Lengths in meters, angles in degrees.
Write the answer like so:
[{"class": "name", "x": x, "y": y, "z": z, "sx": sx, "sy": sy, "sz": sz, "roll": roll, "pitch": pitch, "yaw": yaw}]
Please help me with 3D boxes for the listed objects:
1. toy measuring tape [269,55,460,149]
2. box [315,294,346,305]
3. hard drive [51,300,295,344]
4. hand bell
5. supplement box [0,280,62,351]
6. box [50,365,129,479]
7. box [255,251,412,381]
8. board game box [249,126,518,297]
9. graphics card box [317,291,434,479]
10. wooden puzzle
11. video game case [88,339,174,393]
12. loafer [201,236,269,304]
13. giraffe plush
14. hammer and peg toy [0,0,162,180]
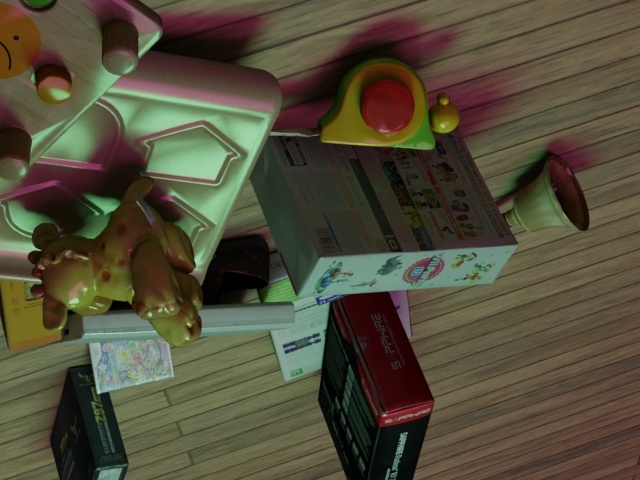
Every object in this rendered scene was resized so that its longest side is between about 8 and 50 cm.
[{"class": "toy measuring tape", "x": 0.017, "y": -0.182, "z": 1.757, "sx": 0.330, "sy": 0.121, "sz": 0.121, "roll": 4, "pitch": 143, "yaw": -7}, {"class": "box", "x": 0.000, "y": 0.000, "z": 1.968, "sx": 0.072, "sy": 0.126, "sz": 0.137, "roll": -20, "pitch": 148, "yaw": -1}, {"class": "hard drive", "x": -0.217, "y": 0.119, "z": 1.997, "sx": 0.307, "sy": 0.040, "sz": 0.203, "roll": -1, "pitch": 174, "yaw": -24}, {"class": "hand bell", "x": 0.281, "y": -0.028, "z": 2.149, "sx": 0.242, "sy": 0.126, "sz": 0.126, "roll": -25, "pitch": 150, "yaw": 29}, {"class": "supplement box", "x": -0.397, "y": 0.053, "z": 1.857, "sx": 0.078, "sy": 0.080, "sz": 0.233, "roll": -12, "pitch": 148, "yaw": -17}, {"class": "box", "x": -0.369, "y": 0.335, "z": 2.189, "sx": 0.059, "sy": 0.183, "sz": 0.232, "roll": -5, "pitch": 145, "yaw": -24}, {"class": "box", "x": 0.024, "y": 0.096, "z": 2.194, "sx": 0.232, "sy": 0.058, "sz": 0.322, "roll": -19, "pitch": 149, "yaw": -5}, {"class": "board game box", "x": 0.083, "y": -0.043, "z": 1.864, "sx": 0.303, "sy": 0.224, "sz": 0.097, "roll": -4, "pitch": 142, "yaw": -26}, {"class": "graphics card box", "x": 0.080, "y": 0.253, "z": 2.190, "sx": 0.094, "sy": 0.233, "sz": 0.371, "roll": -14, "pitch": 147, "yaw": -14}, {"class": "wooden puzzle", "x": -0.250, "y": -0.092, "z": 1.687, "sx": 0.322, "sy": 0.080, "sz": 0.348, "roll": 6, "pitch": 129, "yaw": -24}, {"class": "video game case", "x": -0.290, "y": 0.182, "z": 2.125, "sx": 0.122, "sy": 0.011, "sz": 0.087, "roll": -12, "pitch": 109, "yaw": -16}, {"class": "loafer", "x": -0.171, "y": 0.054, "z": 1.990, "sx": 0.220, "sy": 0.078, "sz": 0.080, "roll": -15, "pitch": 147, "yaw": -12}, {"class": "giraffe plush", "x": -0.254, "y": 0.039, "z": 1.648, "sx": 0.170, "sy": 0.181, "sz": 0.210, "roll": -18, "pitch": 127, "yaw": 9}, {"class": "hammer and peg toy", "x": -0.376, "y": -0.230, "z": 1.385, "sx": 0.361, "sy": 0.127, "sz": 0.266, "roll": 32, "pitch": 121, "yaw": -31}]
